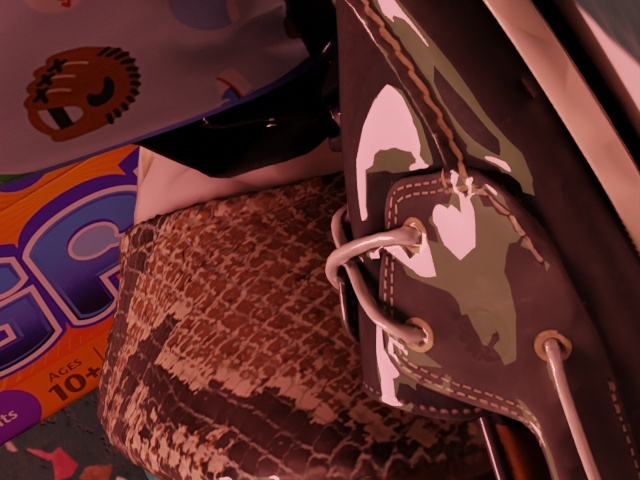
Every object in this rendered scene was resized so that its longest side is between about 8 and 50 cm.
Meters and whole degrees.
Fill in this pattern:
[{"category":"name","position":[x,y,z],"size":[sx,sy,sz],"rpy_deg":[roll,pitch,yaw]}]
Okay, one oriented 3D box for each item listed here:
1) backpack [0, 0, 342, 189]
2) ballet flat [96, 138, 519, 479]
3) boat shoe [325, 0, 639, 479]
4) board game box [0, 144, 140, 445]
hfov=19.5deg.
[{"category":"backpack","position":[-0.145,-0.110,0.512],"size":[0.213,0.263,0.276],"rpy_deg":[59,180,-41]},{"category":"ballet flat","position":[0.000,0.000,0.703],"size":[0.483,0.164,0.182],"rpy_deg":[39,-141,-87]},{"category":"boat shoe","position":[0.038,0.005,0.418],"size":[0.233,0.079,0.084],"rpy_deg":[60,-179,-11]},{"category":"board game box","position":[-0.228,-0.141,1.298],"size":[0.356,0.356,0.356],"rpy_deg":[60,179,-43]}]
